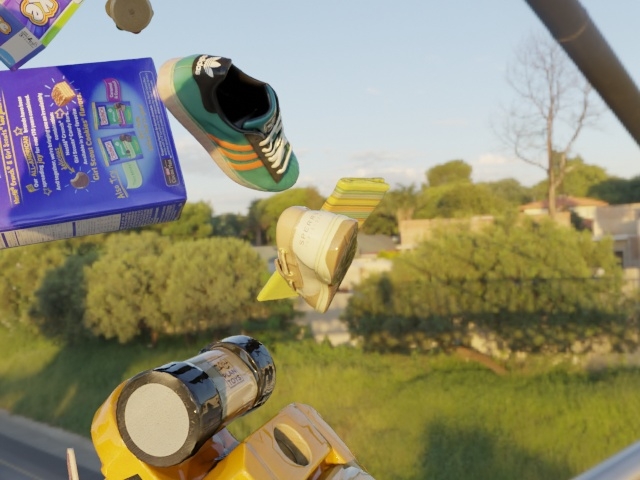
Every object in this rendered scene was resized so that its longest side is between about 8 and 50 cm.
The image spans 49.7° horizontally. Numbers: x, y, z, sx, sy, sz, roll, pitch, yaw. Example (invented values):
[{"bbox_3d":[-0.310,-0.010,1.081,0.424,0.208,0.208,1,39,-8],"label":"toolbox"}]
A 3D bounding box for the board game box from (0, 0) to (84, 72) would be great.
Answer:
[{"bbox_3d":[-0.371,-0.411,0.858,0.078,0.347,0.233,-17,-49,35],"label":"board game box"}]

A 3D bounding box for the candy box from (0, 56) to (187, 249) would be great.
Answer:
[{"bbox_3d":[-0.405,-0.143,1.117,0.317,0.268,0.122,-10,-15,-22],"label":"candy box"}]

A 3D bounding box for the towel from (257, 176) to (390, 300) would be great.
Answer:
[{"bbox_3d":[0.000,0.000,0.988,0.102,0.021,0.237,-1,-43,-47],"label":"towel"}]

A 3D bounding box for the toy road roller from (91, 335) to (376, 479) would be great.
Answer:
[{"bbox_3d":[-0.107,0.278,0.742,0.240,0.329,0.202,-48,-11,15],"label":"toy road roller"}]

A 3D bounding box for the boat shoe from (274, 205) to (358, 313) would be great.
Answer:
[{"bbox_3d":[-0.005,0.010,0.435,0.045,0.050,0.135,25,-19,7],"label":"boat shoe"}]

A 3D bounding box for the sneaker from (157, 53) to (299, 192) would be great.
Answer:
[{"bbox_3d":[-0.101,-0.161,1.022,0.121,0.108,0.302,3,-24,35],"label":"sneaker"}]

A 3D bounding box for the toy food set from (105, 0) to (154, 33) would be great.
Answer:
[{"bbox_3d":[-0.367,-0.444,1.341,0.083,0.082,0.020,-37,30,-2],"label":"toy food set"}]

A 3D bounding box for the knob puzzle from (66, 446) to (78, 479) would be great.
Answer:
[{"bbox_3d":[-0.491,0.495,1.357,0.030,0.213,0.213,-7,2,-24],"label":"knob puzzle"}]
